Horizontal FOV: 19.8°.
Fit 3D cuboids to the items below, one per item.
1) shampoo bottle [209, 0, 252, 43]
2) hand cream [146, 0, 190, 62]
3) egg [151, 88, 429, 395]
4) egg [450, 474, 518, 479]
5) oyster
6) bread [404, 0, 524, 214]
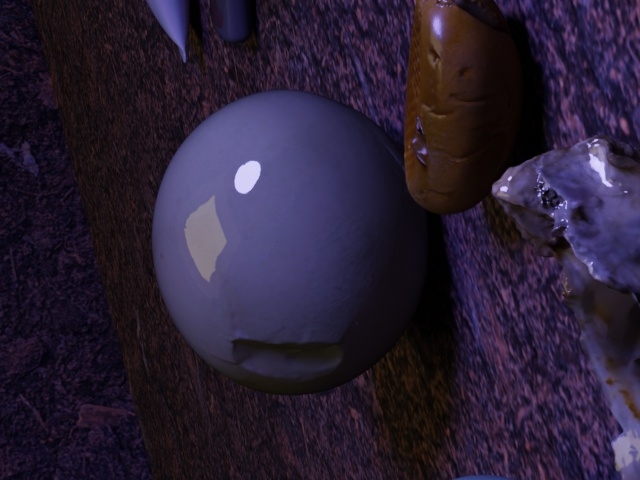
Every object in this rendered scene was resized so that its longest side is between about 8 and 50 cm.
[{"bbox_3d":[-0.095,-0.286,1.858,0.080,0.040,0.165,-118,21,-54],"label":"shampoo bottle"},{"bbox_3d":[-0.207,-0.395,2.103,0.185,0.118,0.358,-120,17,-54],"label":"hand cream"},{"bbox_3d":[-0.023,0.005,1.429,0.269,0.219,0.219,79,173,-58],"label":"egg"},{"bbox_3d":[0.120,0.262,1.158,0.168,0.168,0.231,133,118,-73],"label":"egg"},{"bbox_3d":[0.181,0.048,0.937,0.233,0.107,0.161,60,160,-1],"label":"oyster"},{"bbox_3d":[0.093,-0.092,1.191,0.189,0.077,0.114,97,178,-53],"label":"bread"}]
